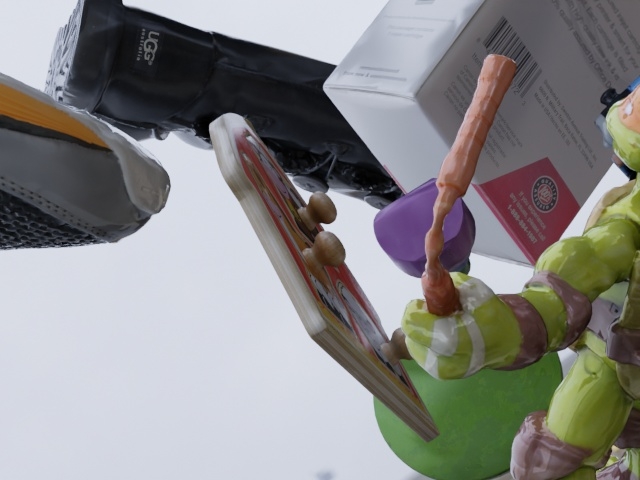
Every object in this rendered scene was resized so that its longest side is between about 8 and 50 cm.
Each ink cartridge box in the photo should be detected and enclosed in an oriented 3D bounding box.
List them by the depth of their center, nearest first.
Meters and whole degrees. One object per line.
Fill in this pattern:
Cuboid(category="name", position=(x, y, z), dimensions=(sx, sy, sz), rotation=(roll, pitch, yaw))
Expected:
Cuboid(category="ink cartridge box", position=(0.167, -0.153, 1.251), dimensions=(0.283, 0.117, 0.207), rotation=(-53, -54, -17))

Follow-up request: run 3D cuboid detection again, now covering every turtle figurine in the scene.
Cuboid(category="turtle figurine", position=(0.122, 0.022, 0.569), dimensions=(0.269, 0.087, 0.217), rotation=(-32, -44, -46))

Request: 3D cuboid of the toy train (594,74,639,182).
Cuboid(category="toy train", position=(0.281, -0.108, 1.128), dimensions=(0.184, 0.105, 0.080), rotation=(-44, -26, 10))

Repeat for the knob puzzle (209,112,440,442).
Cuboid(category="knob puzzle", position=(0.000, 0.000, 0.834), dimensions=(0.030, 0.213, 0.213), rotation=(-33, -19, 7))

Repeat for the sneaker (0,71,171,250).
Cuboid(category="sneaker", position=(-0.144, -0.007, 0.422), dimensions=(0.215, 0.083, 0.084), rotation=(1, -11, 16))

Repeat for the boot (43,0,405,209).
Cuboid(category="boot", position=(-0.066, -0.118, 1.654), dimensions=(0.445, 0.146, 0.367), rotation=(12, -8, -16))

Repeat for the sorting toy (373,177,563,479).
Cuboid(category="sorting toy", position=(0.119, 0.137, 1.045), dimensions=(0.127, 0.365, 0.126), rotation=(-21, -29, 13))
